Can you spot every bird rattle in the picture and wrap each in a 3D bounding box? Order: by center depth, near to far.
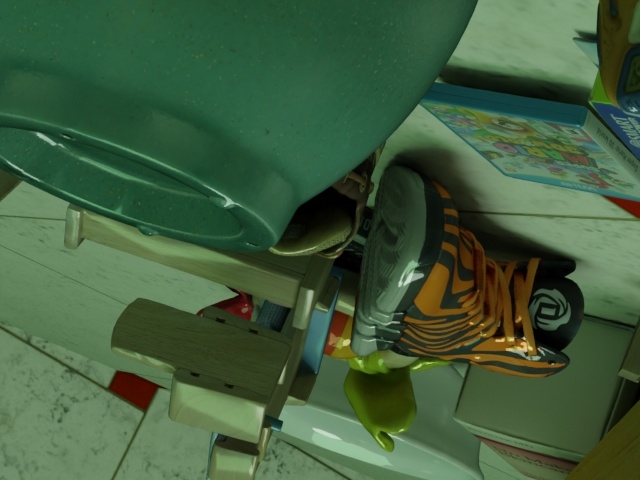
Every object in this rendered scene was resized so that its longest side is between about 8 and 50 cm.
[{"bbox_3d":[0.008,0.064,1.807,0.253,0.143,0.207,33,156,-4],"label":"bird rattle"}]

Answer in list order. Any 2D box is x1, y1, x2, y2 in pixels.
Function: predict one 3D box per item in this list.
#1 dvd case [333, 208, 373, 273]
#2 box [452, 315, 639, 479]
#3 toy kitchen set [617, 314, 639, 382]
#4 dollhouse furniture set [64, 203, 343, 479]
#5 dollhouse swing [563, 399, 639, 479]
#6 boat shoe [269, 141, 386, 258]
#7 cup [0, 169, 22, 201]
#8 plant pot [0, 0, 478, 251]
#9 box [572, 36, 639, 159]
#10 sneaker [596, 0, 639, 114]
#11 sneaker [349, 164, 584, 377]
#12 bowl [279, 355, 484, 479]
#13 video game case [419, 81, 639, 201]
[{"bbox_3d":[0.000,0.000,1.778,0.179,0.029,0.239,27,167,-33],"label":"dvd case"},{"bbox_3d":[0.240,0.157,1.863,0.149,0.126,0.232,13,167,27],"label":"box"},{"bbox_3d":[0.293,0.091,1.609,0.083,0.075,0.068,22,169,6],"label":"toy kitchen set"},{"bbox_3d":[-0.114,0.096,1.595,0.198,0.286,0.303,18,136,6],"label":"dollhouse furniture set"},{"bbox_3d":[0.399,0.307,1.755,0.305,0.315,0.347,37,159,26],"label":"dollhouse swing"},{"bbox_3d":[-0.018,-0.049,1.356,0.123,0.123,0.342,21,168,-6],"label":"boat shoe"},{"bbox_3d":[-0.457,-0.040,1.750,0.237,0.331,0.331,48,162,-8],"label":"cup"},{"bbox_3d":[-0.071,-0.113,0.988,0.293,0.196,0.293,18,168,4],"label":"plant pot"},{"bbox_3d":[0.232,-0.065,1.095,0.178,0.042,0.109,11,165,32],"label":"box"},{"bbox_3d":[0.236,-0.111,0.804,0.131,0.111,0.296,5,175,-22],"label":"sneaker"},{"bbox_3d":[0.124,0.028,1.554,0.180,0.124,0.321,8,168,-1],"label":"sneaker"},{"bbox_3d":[0.054,0.155,2.130,0.298,0.134,0.298,19,168,4],"label":"bowl"},{"bbox_3d":[0.144,-0.062,1.283,0.119,0.015,0.166,12,170,30],"label":"video game case"}]
